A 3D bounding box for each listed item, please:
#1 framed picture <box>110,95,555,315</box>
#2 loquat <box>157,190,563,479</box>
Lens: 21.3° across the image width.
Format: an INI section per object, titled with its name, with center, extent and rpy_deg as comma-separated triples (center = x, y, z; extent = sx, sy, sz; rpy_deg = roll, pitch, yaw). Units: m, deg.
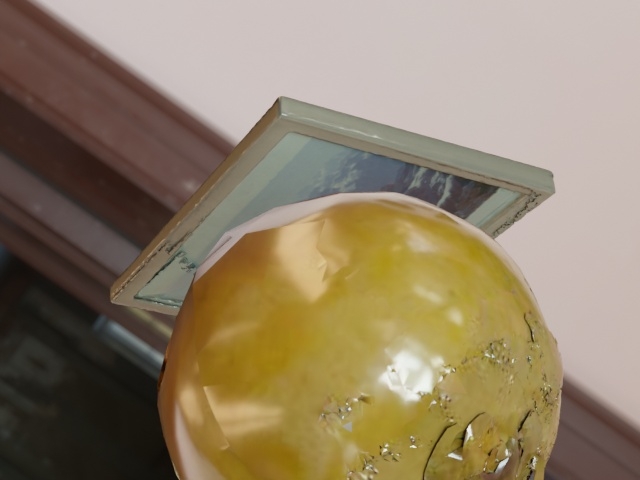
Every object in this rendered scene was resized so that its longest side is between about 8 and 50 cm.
[framed picture]
center = 0.000, 0.000, 1.409
extent = 0.335, 0.247, 0.022
rpy_deg = -42, -139, 50
[loquat]
center = 0.024, 0.084, 0.969
extent = 0.235, 0.235, 0.235
rpy_deg = -55, -178, 3
